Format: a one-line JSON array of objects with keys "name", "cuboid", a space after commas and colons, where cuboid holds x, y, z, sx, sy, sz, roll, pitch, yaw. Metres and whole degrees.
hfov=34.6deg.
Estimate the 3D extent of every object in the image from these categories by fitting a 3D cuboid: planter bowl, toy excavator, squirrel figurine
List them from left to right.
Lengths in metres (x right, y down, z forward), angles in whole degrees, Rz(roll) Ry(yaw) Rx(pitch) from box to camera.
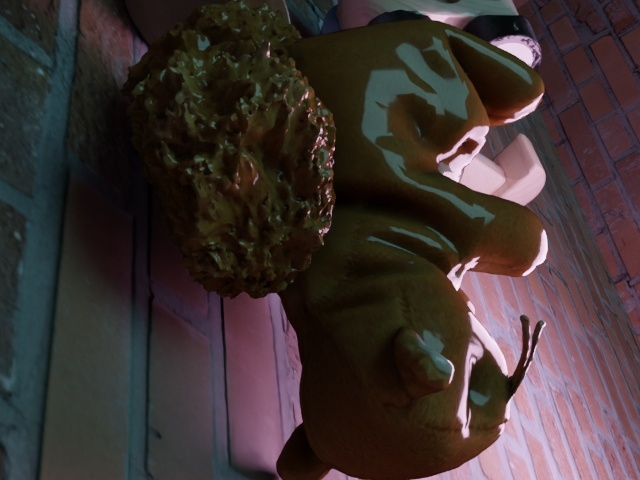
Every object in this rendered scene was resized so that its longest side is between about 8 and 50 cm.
[{"name": "planter bowl", "cuboid": [-0.120, -0.238, 1.003, 0.162, 0.109, 0.162, 46, 24, -28]}, {"name": "squirrel figurine", "cuboid": [0.000, 0.000, 0.825, 0.397, 0.281, 0.370, 27, 45, -30]}, {"name": "toy excavator", "cuboid": [0.186, -0.210, 1.538, 0.433, 0.445, 0.222, -2, 53, -18]}]
